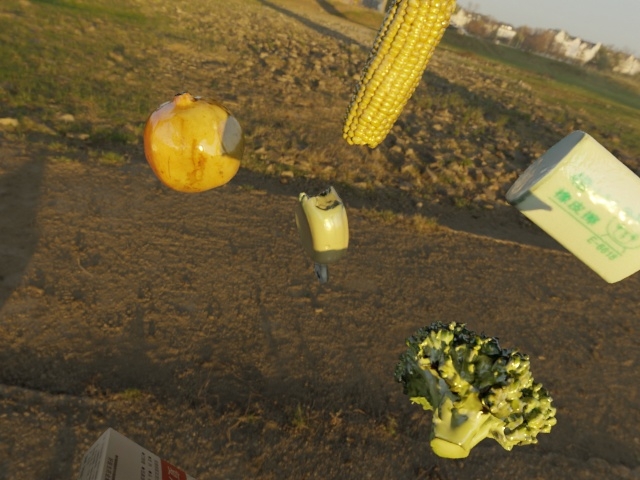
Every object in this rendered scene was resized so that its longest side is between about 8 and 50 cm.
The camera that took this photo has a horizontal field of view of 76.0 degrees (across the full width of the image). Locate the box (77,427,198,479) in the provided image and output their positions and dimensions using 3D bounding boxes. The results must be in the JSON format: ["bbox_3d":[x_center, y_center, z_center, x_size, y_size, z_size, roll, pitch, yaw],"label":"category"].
[{"bbox_3d":[-0.234,0.414,0.553,0.214,0.069,0.353,45,-10,-20],"label":"box"}]

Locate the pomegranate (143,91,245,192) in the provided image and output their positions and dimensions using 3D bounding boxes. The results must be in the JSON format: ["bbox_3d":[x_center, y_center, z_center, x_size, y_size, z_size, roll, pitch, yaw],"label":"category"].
[{"bbox_3d":[-0.326,-0.256,1.072,0.265,0.264,0.264,12,30,-7],"label":"pomegranate"}]

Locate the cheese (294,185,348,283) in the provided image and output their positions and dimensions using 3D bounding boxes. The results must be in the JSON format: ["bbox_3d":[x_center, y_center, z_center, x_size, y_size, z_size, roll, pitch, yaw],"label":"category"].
[{"bbox_3d":[-0.002,-0.007,0.536,0.048,0.171,0.092,-15,70,-12],"label":"cheese"}]

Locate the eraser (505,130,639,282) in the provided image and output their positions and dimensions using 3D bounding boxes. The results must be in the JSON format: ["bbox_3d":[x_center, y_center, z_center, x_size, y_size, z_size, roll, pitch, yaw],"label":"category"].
[{"bbox_3d":[0.559,-0.066,0.842,0.290,0.189,0.104,37,20,-5],"label":"eraser"}]

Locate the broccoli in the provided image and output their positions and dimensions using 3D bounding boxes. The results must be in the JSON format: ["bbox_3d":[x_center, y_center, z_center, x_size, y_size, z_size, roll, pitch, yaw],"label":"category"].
[{"bbox_3d":[0.343,0.341,0.940,0.325,0.334,0.271,-3,46,-1],"label":"broccoli"}]

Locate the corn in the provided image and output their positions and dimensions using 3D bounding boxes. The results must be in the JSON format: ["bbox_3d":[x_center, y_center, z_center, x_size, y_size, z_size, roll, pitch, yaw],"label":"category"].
[{"bbox_3d":[0.133,-0.311,0.715,0.115,0.317,0.115,22,19,-8],"label":"corn"}]
